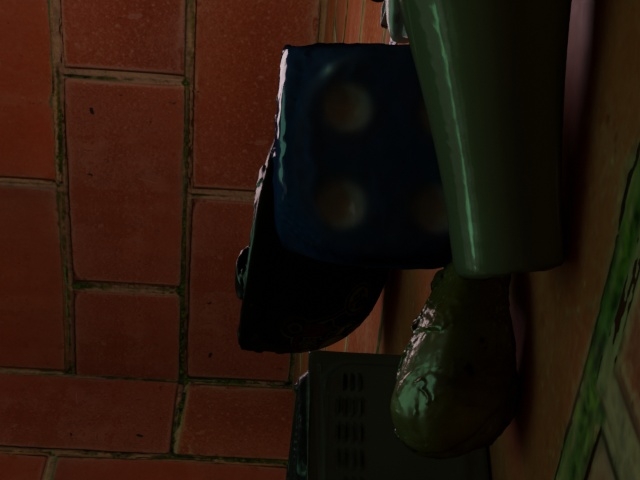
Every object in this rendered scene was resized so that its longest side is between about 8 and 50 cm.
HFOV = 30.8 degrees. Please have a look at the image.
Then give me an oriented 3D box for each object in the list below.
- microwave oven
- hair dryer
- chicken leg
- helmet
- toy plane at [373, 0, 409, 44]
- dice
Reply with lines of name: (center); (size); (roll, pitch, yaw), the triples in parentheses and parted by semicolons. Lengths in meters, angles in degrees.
microwave oven: (0.036, 0.189, 0.796); (0.208, 0.122, 0.162); (98, 174, -51)
hair dryer: (0.092, -0.116, 0.626); (0.298, 0.119, 0.295); (50, -143, -72)
chicken leg: (0.085, 0.038, 0.669); (0.093, 0.070, 0.178); (80, -160, -79)
helmet: (0.000, 0.000, 1.275); (0.230, 0.160, 0.278); (98, -173, -64)
toy plane: (0.078, -0.255, 1.055); (0.162, 0.066, 0.171); (157, 112, -73)
dice: (0.040, -0.065, 0.788); (0.143, 0.146, 0.146); (-94, 8, -78)
